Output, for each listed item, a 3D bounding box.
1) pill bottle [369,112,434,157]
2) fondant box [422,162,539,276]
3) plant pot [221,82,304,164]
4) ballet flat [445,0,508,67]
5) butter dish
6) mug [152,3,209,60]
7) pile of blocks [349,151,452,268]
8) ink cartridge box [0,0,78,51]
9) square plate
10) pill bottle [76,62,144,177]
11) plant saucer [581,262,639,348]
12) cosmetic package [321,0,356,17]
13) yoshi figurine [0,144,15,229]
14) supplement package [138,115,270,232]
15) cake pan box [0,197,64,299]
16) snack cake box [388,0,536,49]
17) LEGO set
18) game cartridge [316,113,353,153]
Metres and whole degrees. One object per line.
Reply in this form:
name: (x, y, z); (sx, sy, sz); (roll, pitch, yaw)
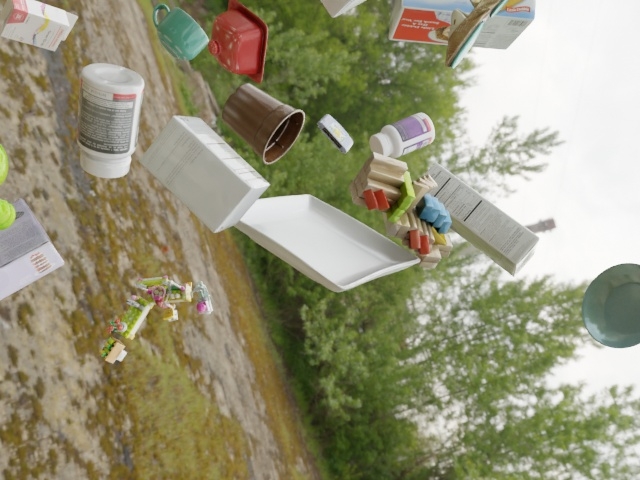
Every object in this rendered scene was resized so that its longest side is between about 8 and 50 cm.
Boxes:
pill bottle: (0.258, -0.329, 1.812); (0.108, 0.193, 0.108); (52, -24, 34)
fondant box: (0.424, -0.051, 1.542); (0.330, 0.096, 0.238); (42, 3, 21)
plant pot: (-0.156, -0.314, 1.478); (0.165, 0.167, 0.167); (38, -8, 11)
ballet flat: (0.276, -0.407, 1.010); (0.067, 0.206, 0.073); (41, 11, 6)
butter dish: (-0.212, -0.465, 1.344); (0.160, 0.118, 0.160); (44, -39, 26)
mug: (-0.404, -0.579, 1.602); (0.158, 0.097, 0.129); (37, -7, 30)
pile of blocks: (0.213, -0.046, 1.257); (0.362, 0.149, 0.112); (37, 34, -37)
ink cartridge box: (-0.834, -0.641, 1.689); (0.198, 0.115, 0.067); (2, 59, -49)
square plate: (0.000, 0.000, 1.241); (0.344, 0.347, 0.049); (-14, 129, -54)
pill bottle: (-0.588, -0.328, 1.574); (0.161, 0.161, 0.283); (-108, -149, -51)
plant saucer: (0.672, 0.146, 1.247); (0.195, 0.037, 0.195); (-42, -144, 41)
cosmetic package: (0.136, -0.802, 1.320); (0.329, 0.394, 0.327); (53, -38, -10)
yoshi figurine: (-0.685, -0.127, 0.932); (0.203, 0.362, 0.203); (-104, -147, -60)
supplement package: (-0.196, -0.116, 0.974); (0.179, 0.105, 0.105); (44, 15, 2)
cake pan box: (-0.664, 0.042, 1.101); (0.246, 0.267, 0.070); (30, -34, 46)
snack cake box: (0.284, -0.471, 1.162); (0.152, 0.264, 0.089); (137, -43, -86)
LEGO set: (-0.392, 0.155, 1.261); (0.132, 0.287, 0.107); (64, 2, 21)
game cartridge: (0.031, -0.217, 1.148); (0.083, 0.017, 0.056); (46, 32, -11)
